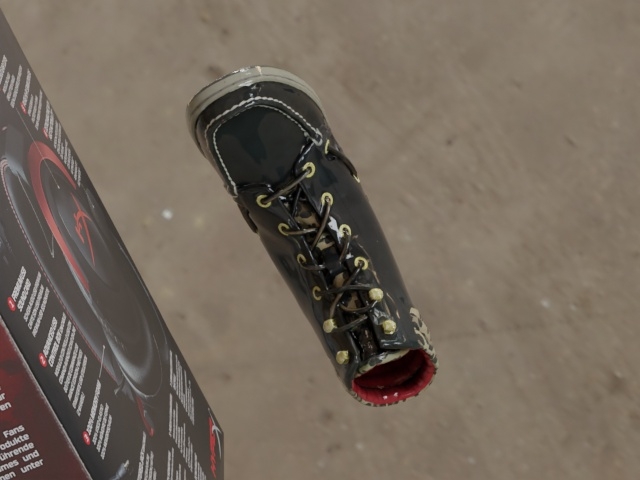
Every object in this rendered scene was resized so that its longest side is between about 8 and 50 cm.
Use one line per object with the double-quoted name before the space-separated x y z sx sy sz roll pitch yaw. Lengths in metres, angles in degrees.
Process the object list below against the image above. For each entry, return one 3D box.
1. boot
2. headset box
"boot" 0.002 0.000 1.272 0.085 0.236 0.178 -29 61 5
"headset box" -0.144 0.032 0.761 0.110 0.293 0.218 -22 24 7
